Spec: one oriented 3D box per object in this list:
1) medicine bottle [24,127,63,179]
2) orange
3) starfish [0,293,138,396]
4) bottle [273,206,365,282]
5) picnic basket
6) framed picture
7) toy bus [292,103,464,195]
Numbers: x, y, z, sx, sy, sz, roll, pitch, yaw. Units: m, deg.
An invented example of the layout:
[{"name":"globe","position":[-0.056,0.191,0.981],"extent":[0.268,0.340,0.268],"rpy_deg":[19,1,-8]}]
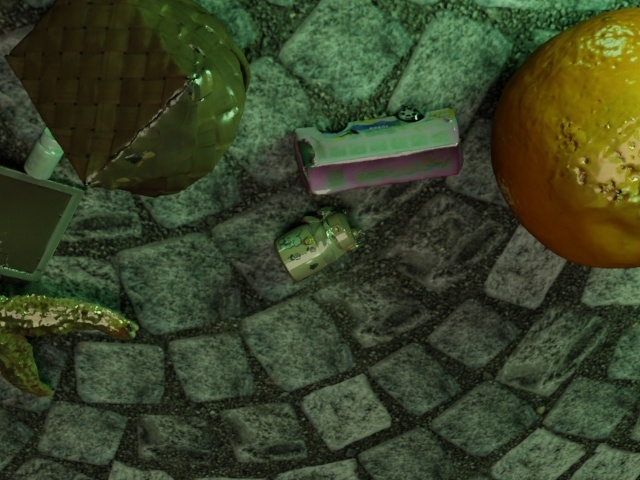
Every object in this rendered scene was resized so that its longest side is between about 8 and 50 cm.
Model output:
[{"name":"medicine bottle","position":[-0.452,-0.143,1.417],"extent":[0.047,0.047,0.083],"rpy_deg":[26,118,-20]},{"name":"orange","position":[0.478,-0.143,1.313],"extent":[0.423,0.326,0.424],"rpy_deg":[-1,124,-1]},{"name":"starfish","position":[-0.586,0.185,1.600],"extent":[0.432,0.082,0.324],"rpy_deg":[19,126,-16]},{"name":"bottle","position":[0.000,0.001,1.525],"extent":[0.152,0.099,0.099],"rpy_deg":[-29,122,8]},{"name":"picnic basket","position":[-0.237,-0.215,1.279],"extent":[0.293,0.337,0.337],"rpy_deg":[-41,118,14]},{"name":"framed picture","position":[-0.581,-0.044,1.458],"extent":[0.293,0.018,0.231],"rpy_deg":[18,122,-31]},{"name":"toy bus","position":[0.093,-0.148,1.417],"extent":[0.273,0.112,0.090],"rpy_deg":[-9,132,2]}]
